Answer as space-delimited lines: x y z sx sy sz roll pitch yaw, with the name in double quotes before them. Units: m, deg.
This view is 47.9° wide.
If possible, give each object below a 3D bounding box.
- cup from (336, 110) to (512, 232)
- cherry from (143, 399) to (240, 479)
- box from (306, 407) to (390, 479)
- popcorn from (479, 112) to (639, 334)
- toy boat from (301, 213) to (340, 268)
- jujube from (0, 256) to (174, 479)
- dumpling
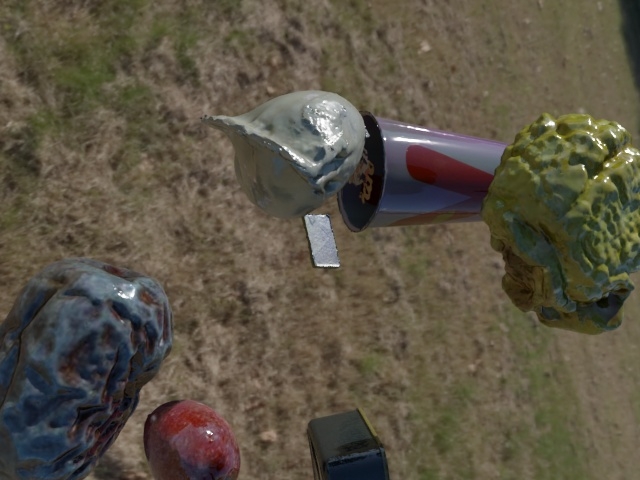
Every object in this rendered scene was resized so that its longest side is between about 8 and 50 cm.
"cup" 0.192 -0.104 1.199 0.289 0.203 0.203 1 74 -20
"cherry" -0.099 0.237 0.704 0.090 0.225 0.107 -31 142 -32
"box" 0.040 0.340 1.039 0.201 0.090 0.144 -142 -137 -79
"popcorn" 0.303 -0.020 0.907 0.225 0.174 0.285 0 98 -40
"toy boat" 0.000 0.000 1.391 0.063 0.016 0.115 3 64 -32
"jujube" -0.334 0.174 0.959 0.226 0.226 0.317 34 80 -47
"dumpling" -0.044 -0.102 0.774 0.247 0.173 0.142 -42 153 -78
